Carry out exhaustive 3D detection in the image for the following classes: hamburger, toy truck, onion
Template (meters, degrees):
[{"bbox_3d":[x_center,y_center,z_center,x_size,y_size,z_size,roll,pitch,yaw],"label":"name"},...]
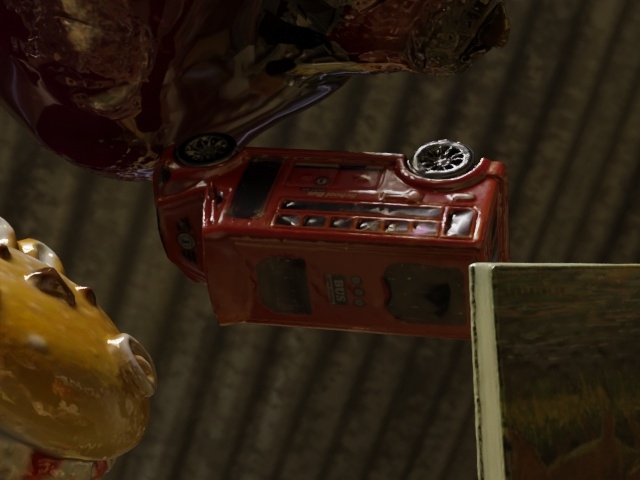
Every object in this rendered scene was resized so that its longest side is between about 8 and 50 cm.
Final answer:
[{"bbox_3d":[-0.273,0.104,1.206,0.261,0.302,0.186,33,-81,-18],"label":"hamburger"},{"bbox_3d":[0.000,0.000,0.965,0.114,0.253,0.107,-70,-22,-50],"label":"toy truck"},{"bbox_3d":[-0.054,-0.205,1.134,0.398,0.420,0.398,-61,-11,-22],"label":"onion"}]

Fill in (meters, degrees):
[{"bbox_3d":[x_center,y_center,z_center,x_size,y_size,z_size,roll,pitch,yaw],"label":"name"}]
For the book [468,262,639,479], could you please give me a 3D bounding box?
[{"bbox_3d":[0.137,0.124,0.635,0.160,0.024,0.228,1,-96,-34],"label":"book"}]
